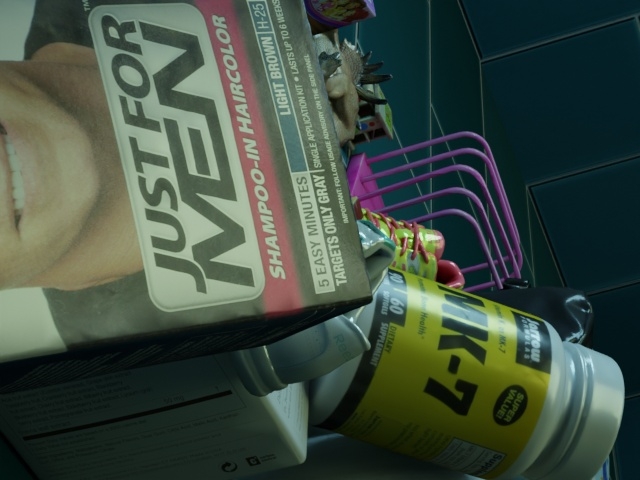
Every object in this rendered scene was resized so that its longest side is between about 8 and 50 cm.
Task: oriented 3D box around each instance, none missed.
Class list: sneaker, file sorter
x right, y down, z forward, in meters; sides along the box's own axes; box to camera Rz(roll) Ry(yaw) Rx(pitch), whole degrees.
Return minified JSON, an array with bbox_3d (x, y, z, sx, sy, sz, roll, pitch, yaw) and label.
[{"bbox_3d":[0.063,0.006,1.600,0.208,0.094,0.081,41,27,-49],"label":"sneaker"},{"bbox_3d":[0.000,0.000,1.053,0.080,0.094,0.212,58,24,-44],"label":"sneaker"},{"bbox_3d":[0.136,0.013,2.097,0.291,0.182,0.202,-71,143,-65],"label":"file sorter"}]

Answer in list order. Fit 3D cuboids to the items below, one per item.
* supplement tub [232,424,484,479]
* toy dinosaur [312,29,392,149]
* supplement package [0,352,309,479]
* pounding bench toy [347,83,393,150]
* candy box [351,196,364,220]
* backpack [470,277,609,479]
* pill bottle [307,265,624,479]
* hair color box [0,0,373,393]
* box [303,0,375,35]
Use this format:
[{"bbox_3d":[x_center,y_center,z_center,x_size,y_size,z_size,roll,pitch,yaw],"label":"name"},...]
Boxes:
[{"bbox_3d":[0.023,0.280,1.268,0.241,0.241,0.331,45,32,-63],"label":"supplement tub"},{"bbox_3d":[0.002,-0.166,1.918,0.200,0.127,0.296,70,19,-44],"label":"toy dinosaur"},{"bbox_3d":[-0.137,0.003,1.077,0.177,0.175,0.293,-87,157,-45],"label":"supplement package"},{"bbox_3d":[0.046,-0.163,2.175,0.083,0.065,0.052,60,21,-44],"label":"pounding bench toy"},{"bbox_3d":[-0.062,0.020,1.325,0.109,0.186,0.053,-59,135,-72],"label":"candy box"},{"bbox_3d":[0.185,0.249,1.918,0.355,0.290,0.273,70,22,-45],"label":"backpack"},{"bbox_3d":[0.093,0.095,1.187,0.119,0.208,0.119,-161,-90,-74],"label":"pill bottle"},{"bbox_3d":[-0.155,-0.020,0.796,0.347,0.105,0.174,-8,80,-36],"label":"hair color box"},{"bbox_3d":[-0.091,-0.230,1.451,0.293,0.201,0.057,35,42,-68],"label":"box"}]
